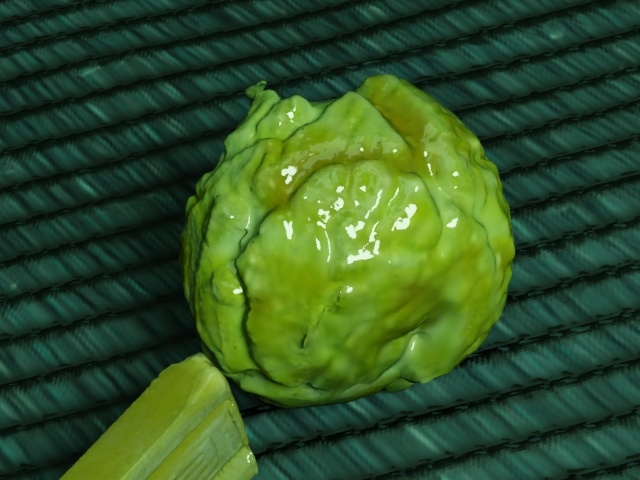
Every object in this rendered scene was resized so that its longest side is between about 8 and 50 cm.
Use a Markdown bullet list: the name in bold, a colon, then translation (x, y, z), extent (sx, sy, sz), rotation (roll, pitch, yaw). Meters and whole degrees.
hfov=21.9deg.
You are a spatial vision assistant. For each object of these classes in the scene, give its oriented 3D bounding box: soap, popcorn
- **soap**: translation (-0.129, 0.169, 0.843), extent (0.037, 0.092, 0.252), rotation (30, 62, 31)
- **popcorn**: translation (0.000, 0.000, 0.912), extent (0.198, 0.198, 0.212), rotation (-38, 21, -20)
